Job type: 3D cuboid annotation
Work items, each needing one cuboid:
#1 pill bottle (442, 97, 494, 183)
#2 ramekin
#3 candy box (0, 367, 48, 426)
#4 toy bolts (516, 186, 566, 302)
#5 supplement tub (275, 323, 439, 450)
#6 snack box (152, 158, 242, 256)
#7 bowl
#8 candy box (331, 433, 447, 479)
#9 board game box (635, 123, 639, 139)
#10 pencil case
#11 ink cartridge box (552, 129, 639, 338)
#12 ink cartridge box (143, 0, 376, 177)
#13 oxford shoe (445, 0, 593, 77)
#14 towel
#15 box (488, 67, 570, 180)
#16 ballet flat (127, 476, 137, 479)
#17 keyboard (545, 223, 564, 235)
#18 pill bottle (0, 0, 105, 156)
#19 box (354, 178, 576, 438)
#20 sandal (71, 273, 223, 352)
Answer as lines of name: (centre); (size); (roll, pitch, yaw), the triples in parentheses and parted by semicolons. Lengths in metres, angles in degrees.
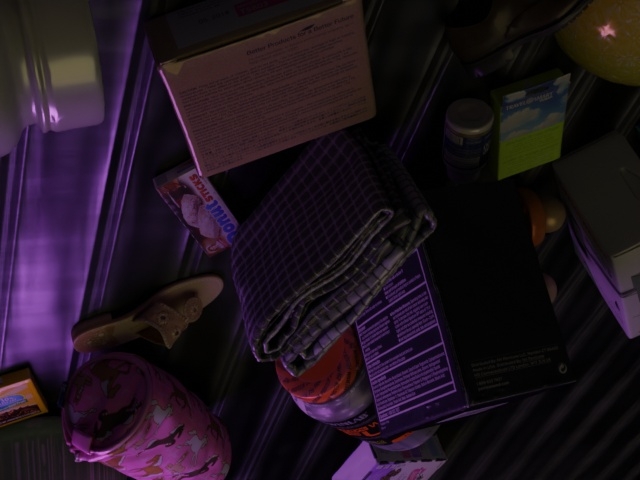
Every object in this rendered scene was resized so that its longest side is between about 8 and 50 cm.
pill bottle: (0.206, -0.137, 1.371); (0.067, 0.067, 0.120); (-17, 143, -10)
ramekin: (-0.462, 0.432, 1.605); (0.303, 0.148, 0.303); (-10, 142, -8)
candy box: (-0.532, 0.261, 1.482); (0.205, 0.027, 0.105); (-17, 140, -10)
toy bolts: (0.323, 0.052, 1.530); (0.158, 0.218, 0.229); (-8, 134, -12)
supplement tub: (0.072, 0.234, 1.650); (0.193, 0.194, 0.316); (-36, 142, 16)
snack box: (-0.160, -0.042, 1.319); (0.064, 0.022, 0.178); (-28, 144, 2)
bowl: (0.463, -0.295, 1.246); (0.289, 0.156, 0.289); (-16, 143, -12)
candy box: (0.151, 0.498, 2.126); (0.196, 0.070, 0.165); (5, 135, -33)
board game box: (0.625, -0.182, 1.567); (0.210, 0.047, 0.160); (-31, 143, 10)
pencil case: (-0.266, 0.309, 1.551); (0.167, 0.160, 0.386); (-16, 152, 9)
ink cartridge box: (0.491, -0.006, 1.576); (0.121, 0.211, 0.289); (-27, 143, 6)
ink cartridge box: (-0.064, -0.196, 1.127); (0.234, 0.088, 0.193); (-20, 142, -6)
oxford shoe: (0.252, -0.295, 1.178); (0.227, 0.083, 0.096); (-32, 116, 20)
towel: (0.000, 0.000, 1.265); (0.121, 0.235, 0.284); (31, 110, -28)
box: (0.298, -0.172, 1.399); (0.109, 0.042, 0.178); (-20, 143, -7)
ballet flat: (-0.348, 0.450, 1.802); (0.057, 0.049, 0.173); (-18, 143, -10)
keyboard: (0.324, 0.007, 1.657); (0.192, 0.038, 0.100); (-36, 165, 14)
pill bottle: (-0.393, -0.161, 0.886); (0.360, 0.204, 0.204); (-12, 142, -17)
box: (0.181, 0.103, 1.393); (0.182, 0.294, 0.296); (-9, 165, -23)
sandal: (-0.246, 0.133, 1.440); (0.240, 0.079, 0.088); (-20, 144, -6)
